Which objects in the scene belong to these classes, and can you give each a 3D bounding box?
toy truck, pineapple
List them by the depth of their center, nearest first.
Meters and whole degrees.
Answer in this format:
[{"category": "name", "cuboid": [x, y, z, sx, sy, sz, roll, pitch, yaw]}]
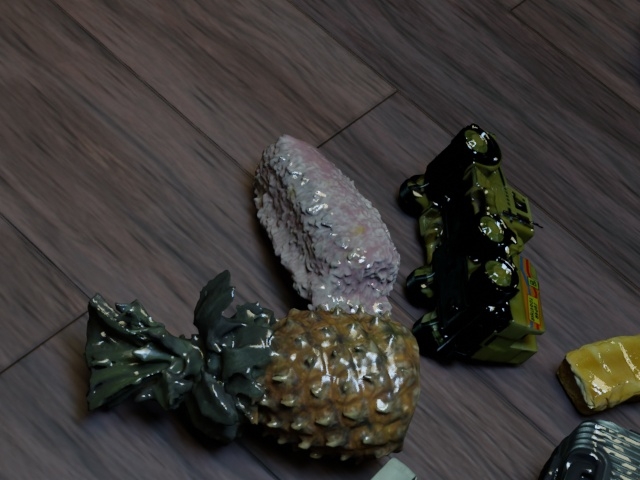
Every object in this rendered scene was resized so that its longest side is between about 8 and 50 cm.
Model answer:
[{"category": "pineapple", "cuboid": [-0.065, 0.112, 1.175, 0.310, 0.170, 0.141, 9, 24, -7]}, {"category": "toy truck", "cuboid": [0.171, 0.003, 1.362, 0.127, 0.127, 0.257, 15, 48, -27]}]

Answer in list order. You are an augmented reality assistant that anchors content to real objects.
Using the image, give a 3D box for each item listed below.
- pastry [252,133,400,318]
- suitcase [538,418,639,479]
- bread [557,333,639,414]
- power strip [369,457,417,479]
[{"category": "pastry", "cuboid": [0.007, -0.006, 1.315, 0.102, 0.112, 0.265, -2, 55, -34]}, {"category": "suitcase", "cuboid": [0.333, 0.312, 1.169, 0.312, 0.128, 0.202, 26, 50, 1]}, {"category": "bread", "cuboid": [0.317, 0.139, 1.346, 0.132, 0.053, 0.074, -7, 57, -26]}, {"category": "power strip", "cuboid": [0.008, 0.273, 1.119, 0.029, 0.080, 0.227, 39, 51, 16]}]
